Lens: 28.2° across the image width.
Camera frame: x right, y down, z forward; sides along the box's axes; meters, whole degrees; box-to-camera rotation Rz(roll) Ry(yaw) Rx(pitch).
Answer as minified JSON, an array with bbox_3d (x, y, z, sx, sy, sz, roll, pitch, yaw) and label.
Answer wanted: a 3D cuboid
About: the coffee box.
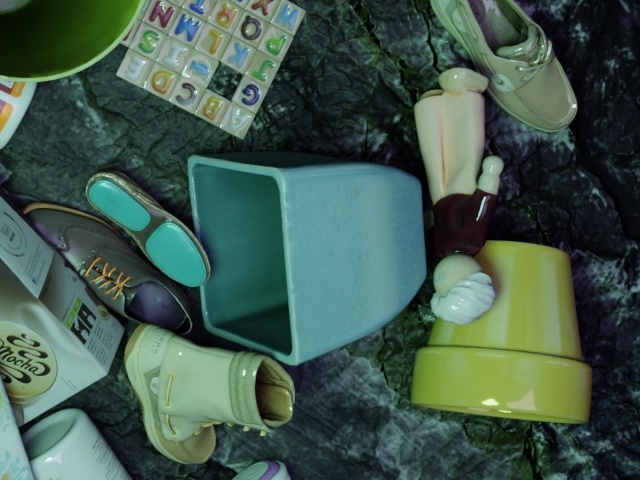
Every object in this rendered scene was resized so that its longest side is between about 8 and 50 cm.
[{"bbox_3d":[-0.406,0.069,1.573,0.168,0.119,0.297,-30,112,18],"label":"coffee box"}]

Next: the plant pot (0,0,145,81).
[{"bbox_3d":[-0.357,-0.328,1.455,0.275,0.293,0.274,-4,102,-20],"label":"plant pot"}]

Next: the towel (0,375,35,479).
[{"bbox_3d":[-0.485,0.277,1.447,0.320,0.090,0.374,-38,125,-46],"label":"towel"}]

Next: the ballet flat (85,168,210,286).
[{"bbox_3d":[-0.221,-0.023,1.683,0.073,0.067,0.206,-38,109,15],"label":"ballet flat"}]

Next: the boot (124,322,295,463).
[{"bbox_3d":[-0.128,0.221,1.663,0.262,0.203,0.095,77,32,-42],"label":"boot"}]

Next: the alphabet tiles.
[{"bbox_3d":[-0.160,-0.274,1.695,0.237,0.009,0.198,26,90,-23],"label":"alphabet tiles"}]

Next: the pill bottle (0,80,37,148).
[{"bbox_3d":[-0.463,-0.206,1.531,0.221,0.121,0.121,27,90,-23],"label":"pill bottle"}]

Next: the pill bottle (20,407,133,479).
[{"bbox_3d":[-0.308,0.348,1.686,0.131,0.131,0.229,-34,110,-12],"label":"pill bottle"}]

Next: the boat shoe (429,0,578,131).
[{"bbox_3d":[0.276,-0.268,1.813,0.109,0.098,0.302,-45,112,-8],"label":"boat shoe"}]

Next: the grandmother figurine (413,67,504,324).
[{"bbox_3d":[0.184,-0.049,1.737,0.104,0.208,0.342,3,69,-9],"label":"grandmother figurine"}]

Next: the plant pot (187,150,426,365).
[{"bbox_3d":[0.000,0.000,1.690,0.252,0.248,0.247,-11,104,-31],"label":"plant pot"}]

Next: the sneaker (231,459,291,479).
[{"bbox_3d":[-0.139,0.450,1.778,0.305,0.114,0.152,-38,110,-11],"label":"sneaker"}]

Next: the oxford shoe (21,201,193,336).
[{"bbox_3d":[-0.274,0.038,1.659,0.271,0.098,0.097,33,87,-23],"label":"oxford shoe"}]

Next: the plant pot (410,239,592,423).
[{"bbox_3d":[0.264,0.130,1.817,0.254,0.254,0.239,9,81,-22],"label":"plant pot"}]
